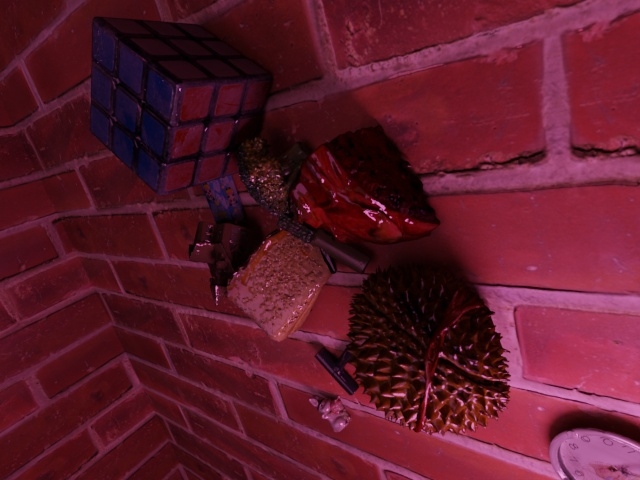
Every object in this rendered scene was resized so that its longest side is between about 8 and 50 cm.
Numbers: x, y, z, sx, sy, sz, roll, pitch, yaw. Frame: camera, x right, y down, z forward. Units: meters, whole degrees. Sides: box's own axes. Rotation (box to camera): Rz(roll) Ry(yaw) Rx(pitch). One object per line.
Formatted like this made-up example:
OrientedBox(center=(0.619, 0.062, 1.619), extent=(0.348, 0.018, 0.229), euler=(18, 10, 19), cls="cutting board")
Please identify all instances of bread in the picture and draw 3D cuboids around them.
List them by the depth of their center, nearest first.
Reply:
OrientedBox(center=(-0.101, 0.118, 1.247), extent=(0.248, 0.279, 0.315), euler=(43, 92, 12), cls="bread")

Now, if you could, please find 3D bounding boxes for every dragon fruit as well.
OrientedBox(center=(0.051, -0.047, 0.906), extent=(0.329, 0.228, 0.286), euler=(-33, 93, 44), cls="dragon fruit")

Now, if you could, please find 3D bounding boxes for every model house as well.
OrientedBox(center=(-0.321, 0.077, 1.242), extent=(0.181, 0.176, 0.247), euler=(-8, 73, 53), cls="model house")

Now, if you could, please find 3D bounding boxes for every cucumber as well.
OrientedBox(center=(0.015, 0.028, 1.094), extent=(0.033, 0.034, 0.134), euler=(152, 105, -77), cls="cucumber")

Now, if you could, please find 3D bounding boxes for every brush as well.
OrientedBox(center=(0.000, 0.000, 1.057), extent=(0.283, 0.048, 0.054), euler=(30, 109, 19), cls="brush")

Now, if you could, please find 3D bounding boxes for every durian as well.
OrientedBox(center=(0.227, 0.234, 0.872), extent=(0.384, 0.348, 0.347), euler=(-129, 33, -53), cls="durian")

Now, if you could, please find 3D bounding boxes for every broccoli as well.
OrientedBox(center=(-0.109, -0.180, 1.026), extent=(0.194, 0.194, 0.219), euler=(-23, 117, 45), cls="broccoli")

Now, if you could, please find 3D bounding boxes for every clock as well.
OrientedBox(center=(0.622, 0.486, 0.853), extent=(0.237, 0.053, 0.236), euler=(20, 124, 33), cls="clock")

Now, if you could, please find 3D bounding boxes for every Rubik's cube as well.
OrientedBox(center=(-0.354, -0.343, 1.010), extent=(0.301, 0.304, 0.305), euler=(40, 127, 16), cls="Rubik's cube")

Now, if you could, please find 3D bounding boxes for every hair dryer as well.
OrientedBox(center=(0.090, 0.384, 1.256), extent=(0.173, 0.050, 0.195), euler=(46, 132, 5), cls="hair dryer")

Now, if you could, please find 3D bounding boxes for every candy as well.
OrientedBox(center=(-0.313, -0.137, 1.278), extent=(0.097, 0.062, 0.194), euler=(-2, 112, 40), cls="candy")

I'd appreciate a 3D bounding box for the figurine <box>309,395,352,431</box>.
OrientedBox(center=(0.042, 0.584, 1.404), extent=(0.098, 0.081, 0.146), euler=(-42, 76, 2), cls="figurine")
